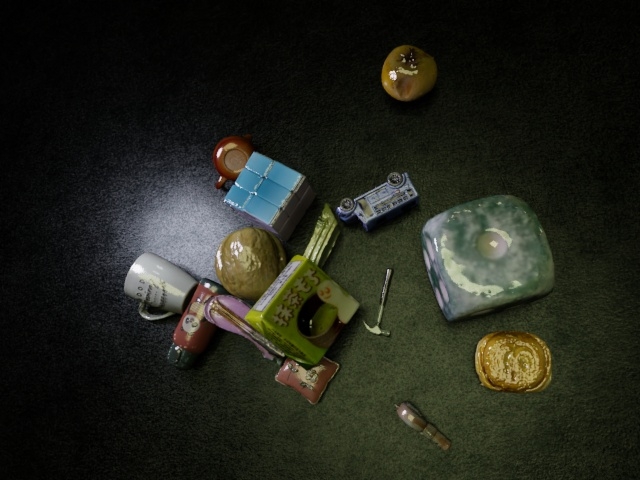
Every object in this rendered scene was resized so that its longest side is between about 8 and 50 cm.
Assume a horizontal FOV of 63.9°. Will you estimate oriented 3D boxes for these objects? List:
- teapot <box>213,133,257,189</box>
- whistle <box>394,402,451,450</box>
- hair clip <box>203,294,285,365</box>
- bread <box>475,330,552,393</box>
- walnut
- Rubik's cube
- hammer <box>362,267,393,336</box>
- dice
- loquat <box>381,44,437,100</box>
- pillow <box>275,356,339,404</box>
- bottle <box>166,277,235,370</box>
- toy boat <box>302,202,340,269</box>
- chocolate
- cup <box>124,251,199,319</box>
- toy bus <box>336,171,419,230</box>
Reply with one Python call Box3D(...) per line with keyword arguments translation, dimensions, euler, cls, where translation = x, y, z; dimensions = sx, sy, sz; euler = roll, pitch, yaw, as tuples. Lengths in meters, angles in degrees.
Box3D(translation=(-0.345, -0.312, 2.049), dimensions=(0.178, 0.135, 0.252), euler=(33, 104, -11), cls="teapot")
Box3D(translation=(0.334, 0.604, 1.683), dimensions=(0.220, 0.107, 0.057), euler=(39, 91, 5), cls="whistle")
Box3D(translation=(-0.256, 0.308, 1.836), dimensions=(0.359, 0.095, 0.110), euler=(38, 104, 0), cls="hair clip")
Box3D(translation=(0.624, 0.391, 1.660), dimensions=(0.236, 0.120, 0.198), euler=(0, 74, 11), cls="bread")
Box3D(translation=(-0.250, 0.087, 1.864), dimensions=(0.283, 0.227, 0.282), euler=(0, 76, -2), cls="walnut")
Box3D(translation=(-0.183, -0.158, 1.915), dimensions=(0.231, 0.221, 0.224), euler=(28, 83, 17), cls="Rubik's cube")
Box3D(translation=(0.219, 0.216, 1.839), dimensions=(0.103, 0.029, 0.246), euler=(9, 77, 13), cls="hammer")
Box3D(translation=(0.523, 0.068, 1.655), dimensions=(0.331, 0.348, 0.327), euler=(-15, 74, 2), cls="dice")
Box3D(translation=(0.333, -0.626, 1.936), dimensions=(0.213, 0.213, 0.213), euler=(-3, 76, 11), cls="loquat")
Box3D(translation=(-0.048, 0.462, 1.806), dimensions=(0.179, 0.075, 0.171), euler=(30, 82, 15), cls="pillow")
Box3D(translation=(-0.447, 0.315, 1.897), dimensions=(0.144, 0.144, 0.336), euler=(24, 84, 16), cls="bottle")
Box3D(translation=(0.006, 0.001, 1.893), dimensions=(0.084, 0.111, 0.276), euler=(21, 80, 13), cls="toy boat")
Box3D(translation=(-0.049, 0.240, 1.742), dimensions=(0.289, 0.137, 0.301), euler=(41, 68, -8), cls="chocolate")
Box3D(translation=(-0.599, 0.205, 1.954), dimensions=(0.234, 0.186, 0.258), euler=(25, 112, 9), cls="cup")
Box3D(translation=(0.208, -0.128, 1.876), dimensions=(0.292, 0.125, 0.133), euler=(-27, 73, 3), cls="toy bus")
